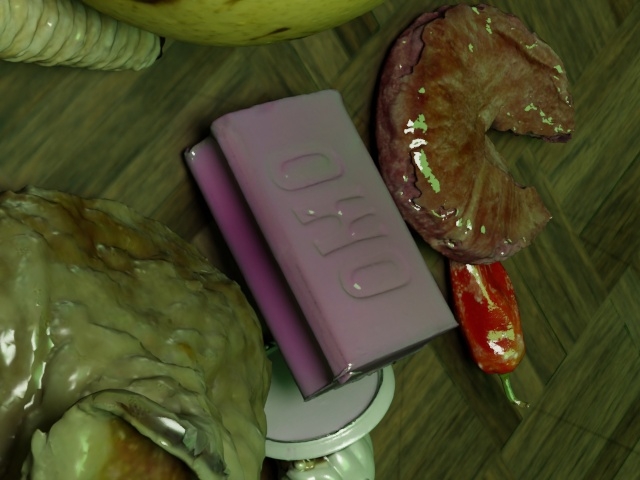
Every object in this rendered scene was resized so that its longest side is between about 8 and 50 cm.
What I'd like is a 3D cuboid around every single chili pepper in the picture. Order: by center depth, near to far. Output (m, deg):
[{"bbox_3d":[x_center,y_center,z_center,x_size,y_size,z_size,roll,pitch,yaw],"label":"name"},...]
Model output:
[{"bbox_3d":[0.139,0.058,1.234,0.059,0.050,0.191,-23,100,-34],"label":"chili pepper"}]

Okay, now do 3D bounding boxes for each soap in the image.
[{"bbox_3d":[0.000,0.000,1.023,0.122,0.065,0.203,-19,78,-39],"label":"soap"}]

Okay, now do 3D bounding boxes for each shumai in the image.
[{"bbox_3d":[-0.110,0.105,0.875,0.314,0.262,0.267,-15,108,-41],"label":"shumai"}]

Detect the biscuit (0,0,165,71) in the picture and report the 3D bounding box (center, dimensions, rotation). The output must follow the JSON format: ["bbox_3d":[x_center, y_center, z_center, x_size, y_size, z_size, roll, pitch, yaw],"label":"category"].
[{"bbox_3d":[-0.169,-0.135,0.873,0.061,0.055,0.219,60,21,10],"label":"biscuit"}]

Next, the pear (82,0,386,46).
[{"bbox_3d":[-0.051,-0.276,0.809,0.348,0.348,0.348,-9,103,-41],"label":"pear"}]

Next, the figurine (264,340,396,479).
[{"bbox_3d":[0.007,0.161,1.097,0.132,0.132,0.154,-41,135,-29],"label":"figurine"}]

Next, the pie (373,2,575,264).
[{"bbox_3d":[0.130,-0.090,1.180,0.204,0.054,0.219,18,76,-38],"label":"pie"}]
